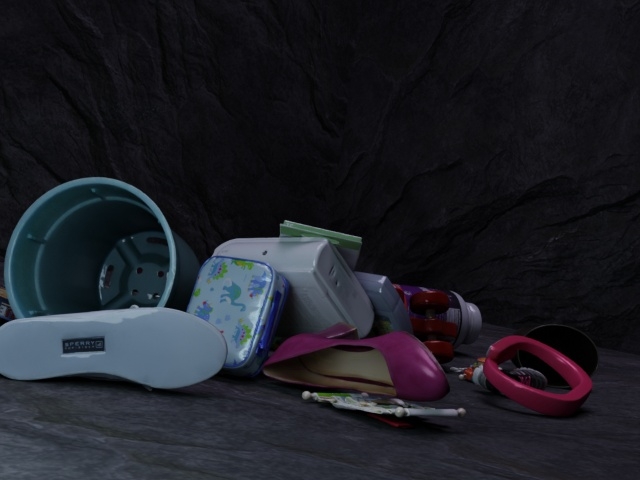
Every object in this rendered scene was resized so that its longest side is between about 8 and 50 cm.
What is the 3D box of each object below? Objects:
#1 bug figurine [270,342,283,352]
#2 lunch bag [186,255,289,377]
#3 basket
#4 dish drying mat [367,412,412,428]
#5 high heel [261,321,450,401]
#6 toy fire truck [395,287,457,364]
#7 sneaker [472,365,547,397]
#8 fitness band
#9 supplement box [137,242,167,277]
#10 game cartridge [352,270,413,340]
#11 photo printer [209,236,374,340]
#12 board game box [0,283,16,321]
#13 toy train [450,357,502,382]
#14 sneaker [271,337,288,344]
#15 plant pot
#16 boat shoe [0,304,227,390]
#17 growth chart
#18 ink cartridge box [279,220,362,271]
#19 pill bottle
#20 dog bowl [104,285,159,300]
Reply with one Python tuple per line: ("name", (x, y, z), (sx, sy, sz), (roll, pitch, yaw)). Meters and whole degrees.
("bug figurine", (0.028, 0.247, 1.776), (0.216, 0.072, 0.279), (0, -1, 44))
("lunch bag", (-0.163, 0.144, 1.611), (0.176, 0.219, 0.090), (6, -21, 27))
("basket", (0.578, 0.288, 2.193), (0.204, 0.154, 0.227), (9, -3, -2))
("dish drying mat", (0.113, 0.294, 1.392), (0.032, 0.008, 0.083), (9, 1, -34))
("high heel", (0.054, 0.233, 1.460), (0.181, 0.127, 0.377), (-24, 13, -26))
("toy fire truck", (0.187, 0.240, 2.159), (0.302, 0.169, 0.254), (7, -25, -19))
("sneaker", (0.419, 0.310, 1.844), (0.170, 0.063, 0.075), (10, 7, -13))
("fitness band", (0.455, 0.283, 1.780), (0.209, 0.054, 0.291), (33, 21, 25))
("supplement box", (-0.421, 0.062, 2.111), (0.081, 0.104, 0.188), (7, 0, -13))
("game cartridge", (0.105, 0.184, 1.890), (0.196, 0.060, 0.294), (5, -44, 25))
("photo printer", (-0.071, 0.103, 1.778), (0.307, 0.107, 0.256), (-1, -42, 36))
("board game box", (-0.637, 0.140, 1.819), (0.165, 0.042, 0.243), (21, -3, 6))
("toy train", (0.378, 0.309, 2.042), (0.125, 0.046, 0.166), (8, 1, -8))
("sneaker", (-0.122, 0.187, 2.032), (0.158, 0.182, 0.410), (-43, -6, 32))
("plant pot", (-0.409, 0.071, 1.756), (0.341, 0.341, 0.334), (8, -7, 11))
("boat shoe", (-0.340, 0.177, 1.402), (0.367, 0.135, 0.156), (-2, -1, -9))
("growth chart", (0.109, 0.277, 1.432), (0.172, 0.021, 0.237), (10, -7, -44))
("ink cartridge box", (0.000, 0.000, 1.765), (0.171, 0.056, 0.235), (12, -20, 1))
("pill bottle", (0.297, 0.226, 2.456), (0.323, 0.181, 0.181), (8, 0, -26))
("dog bowl", (-0.393, 0.169, 2.115), (0.349, 0.102, 0.349), (7, 0, 0))
